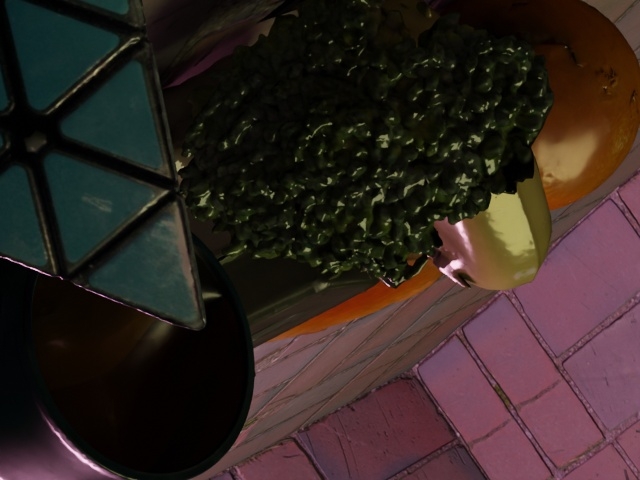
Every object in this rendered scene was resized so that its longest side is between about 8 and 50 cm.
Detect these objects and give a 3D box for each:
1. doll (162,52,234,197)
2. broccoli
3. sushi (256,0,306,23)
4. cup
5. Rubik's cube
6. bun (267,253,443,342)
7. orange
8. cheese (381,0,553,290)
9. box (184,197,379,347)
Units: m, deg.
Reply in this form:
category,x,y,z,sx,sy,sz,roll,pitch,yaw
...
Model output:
category,x,y,z,sx,sy,sz,roll,pitch,yaw
doll,-0.104,-0.095,1.668,0.192,0.095,0.149,-29,-166,-22
broccoli,0.034,-0.100,1.550,0.245,0.288,0.247,-77,176,-67
sushi,0.144,-0.317,1.549,0.343,0.064,0.359,-32,176,40
cup,-0.263,0.129,1.679,0.308,0.242,0.292,-20,178,-45
Rubik's cube,-0.188,-0.093,1.352,0.233,0.229,0.228,36,69,-41
bun,0.000,0.000,2.218,0.299,0.164,0.299,-16,166,-4
orange,0.210,-0.150,1.974,0.246,0.246,0.246,-33,169,-7
cheese,0.094,-0.110,1.788,0.128,0.259,0.316,-46,137,-19
box,-0.093,0.021,1.944,0.291,0.166,0.220,-28,170,20
